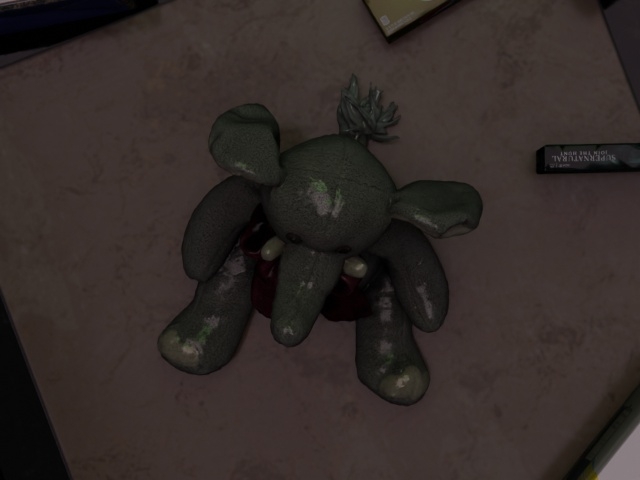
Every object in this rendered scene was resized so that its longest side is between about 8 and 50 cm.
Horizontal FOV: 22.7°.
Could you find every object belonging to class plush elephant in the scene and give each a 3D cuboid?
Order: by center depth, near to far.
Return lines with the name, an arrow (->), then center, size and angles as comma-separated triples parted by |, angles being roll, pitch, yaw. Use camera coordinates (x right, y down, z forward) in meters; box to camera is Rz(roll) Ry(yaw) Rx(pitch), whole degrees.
plush elephant -> 0.000, 0.000, 1.479 | 0.272, 0.255, 0.330 | 16, 92, 3

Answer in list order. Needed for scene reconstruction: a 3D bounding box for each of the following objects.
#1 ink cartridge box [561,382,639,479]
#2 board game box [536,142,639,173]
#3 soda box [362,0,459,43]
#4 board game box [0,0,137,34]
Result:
ink cartridge box -> 0.345, 0.262, 1.528 | 0.207, 0.119, 0.353 | 39, 94, 3
board game box -> 0.302, -0.078, 1.522 | 0.186, 0.126, 0.026 | -1, 91, 5
soda box -> 0.128, -0.265, 1.562 | 0.181, 0.061, 0.058 | -32, 88, 4
board game box -> -0.325, -0.353, 1.551 | 0.232, 0.141, 0.291 | -9, 90, 4
